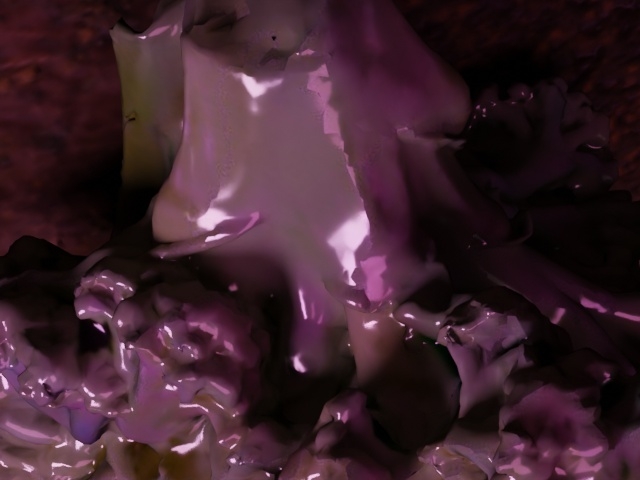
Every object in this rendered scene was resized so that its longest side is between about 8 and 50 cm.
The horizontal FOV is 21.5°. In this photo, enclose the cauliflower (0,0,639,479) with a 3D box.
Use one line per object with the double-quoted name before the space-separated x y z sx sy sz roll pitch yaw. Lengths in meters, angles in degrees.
"cauliflower" 0.000 0.000 0.538 0.256 0.239 0.315 -2 126 13
